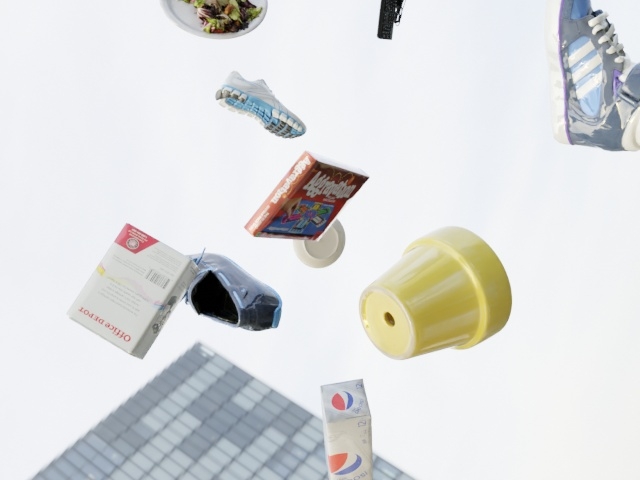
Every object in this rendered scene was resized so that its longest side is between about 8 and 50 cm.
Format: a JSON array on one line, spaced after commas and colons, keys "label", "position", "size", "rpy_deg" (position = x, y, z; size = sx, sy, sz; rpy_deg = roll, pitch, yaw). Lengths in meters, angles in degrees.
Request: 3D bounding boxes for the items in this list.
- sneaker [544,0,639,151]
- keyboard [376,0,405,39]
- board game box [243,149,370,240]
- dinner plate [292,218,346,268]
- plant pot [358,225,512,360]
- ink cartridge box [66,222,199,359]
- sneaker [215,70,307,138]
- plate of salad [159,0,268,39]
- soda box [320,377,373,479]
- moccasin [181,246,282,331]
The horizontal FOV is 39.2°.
[{"label": "sneaker", "position": [0.522, -0.312, 1.556], "size": [0.130, 0.236, 0.322], "rpy_deg": [-30, -60, -51]}, {"label": "keyboard", "position": [0.174, -0.561, 2.082], "size": [0.100, 0.038, 0.192], "rpy_deg": [-19, -61, -60]}, {"label": "board game box", "position": [-0.013, -0.063, 1.398], "size": [0.145, 0.027, 0.281], "rpy_deg": [-52, -15, 11]}, {"label": "dinner plate", "position": [0.000, 0.000, 2.211], "size": [0.141, 0.017, 0.141], "rpy_deg": [-2, -84, -22]}, {"label": "plant pot", "position": [0.219, 0.124, 1.834], "size": [0.239, 0.254, 0.254], "rpy_deg": [-23, -47, -34]}, {"label": "ink cartridge box", "position": [-0.294, 0.081, 1.420], "size": [0.175, 0.127, 0.072], "rpy_deg": [-58, -12, -12]}, {"label": "sneaker", "position": [-0.104, -0.267, 1.736], "size": [0.071, 0.191, 0.082], "rpy_deg": [-34, 32, 54]}, {"label": "plate of salad", "position": [-0.194, -0.447, 1.640], "size": [0.200, 0.200, 0.048], "rpy_deg": [-43, -14, -31]}, {"label": "soda box", "position": [0.055, 0.409, 1.830], "size": [0.091, 0.098, 0.286], "rpy_deg": [-8, -45, -4]}, {"label": "moccasin", "position": [-0.217, 0.093, 1.822], "size": [0.117, 0.342, 0.137], "rpy_deg": [-3, -79, -42]}]
